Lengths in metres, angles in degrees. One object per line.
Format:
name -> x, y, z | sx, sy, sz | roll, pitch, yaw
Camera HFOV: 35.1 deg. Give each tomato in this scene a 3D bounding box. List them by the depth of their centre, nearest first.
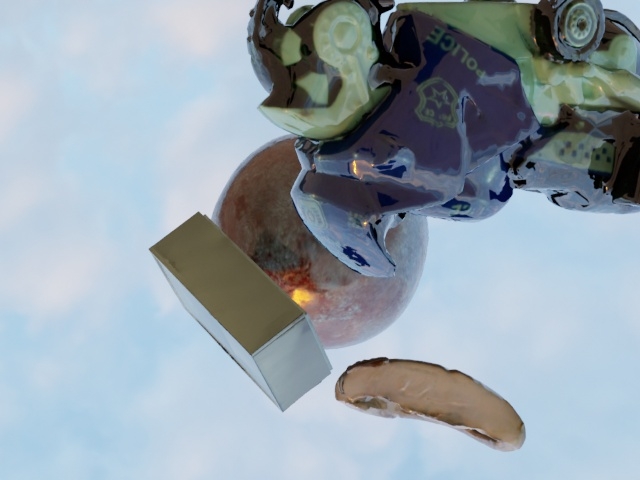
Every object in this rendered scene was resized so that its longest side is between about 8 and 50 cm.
tomato -> 0.000, 0.000, 1.448 | 0.316, 0.317, 0.282 | -51, -170, -18

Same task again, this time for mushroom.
mushroom -> 0.121, 0.174, 1.107 | 0.210, 0.094, 0.072 | 15, -105, 4

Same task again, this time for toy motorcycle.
toy motorcycle -> 0.100, -0.073, 0.662 | 0.125, 0.331, 0.196 | 19, -76, 59

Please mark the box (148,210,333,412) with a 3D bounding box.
box -> -0.095, 0.082, 1.211 | 0.086, 0.129, 0.225 | -38, -129, -14
